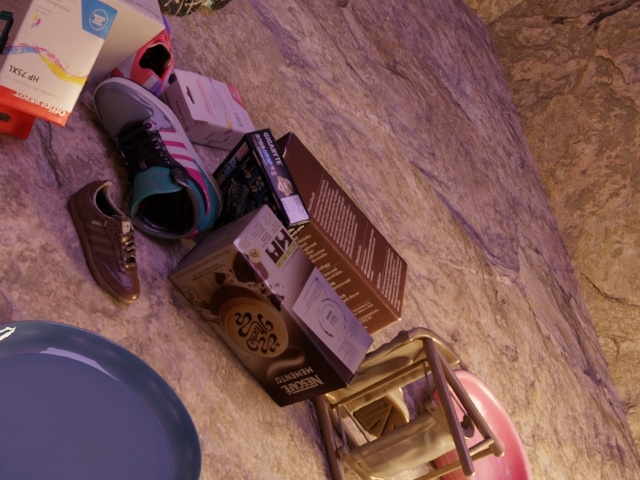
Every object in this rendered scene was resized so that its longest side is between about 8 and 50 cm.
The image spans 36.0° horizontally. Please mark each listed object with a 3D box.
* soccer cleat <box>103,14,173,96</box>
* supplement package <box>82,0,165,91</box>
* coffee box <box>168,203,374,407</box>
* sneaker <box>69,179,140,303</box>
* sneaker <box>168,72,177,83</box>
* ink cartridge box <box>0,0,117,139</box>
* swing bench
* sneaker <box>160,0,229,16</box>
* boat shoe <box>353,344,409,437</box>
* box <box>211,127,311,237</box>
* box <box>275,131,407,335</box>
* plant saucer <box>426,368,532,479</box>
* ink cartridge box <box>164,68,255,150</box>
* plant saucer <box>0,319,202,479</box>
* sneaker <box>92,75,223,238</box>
[{"bbox_3d":[-0.299,-0.328,1.740,0.108,0.116,0.318,44,30,-27],"label":"soccer cleat"},{"bbox_3d":[-0.405,-0.418,1.558,0.199,0.198,0.263,20,46,-53],"label":"supplement package"},{"bbox_3d":[-0.076,0.111,1.591,0.297,0.168,0.119,51,42,-15],"label":"coffee box"},{"bbox_3d":[-0.304,0.000,1.441,0.188,0.071,0.066,62,26,7],"label":"sneaker"},{"bbox_3d":[-0.258,-0.304,1.890,0.083,0.035,0.031,6,98,-39],"label":"sneaker"},{"bbox_3d":[-0.396,-0.248,1.367,0.078,0.231,0.134,30,7,38],"label":"ink cartridge box"},{"bbox_3d":[0.127,0.305,1.667,0.165,0.253,0.255,-3,66,-61],"label":"swing bench"},{"bbox_3d":[-0.280,-0.542,2.045,0.122,0.110,0.283,44,22,9],"label":"sneaker"},{"bbox_3d":[0.067,0.232,1.811,0.302,0.109,0.098,53,21,-24],"label":"boat shoe"},{"bbox_3d":[-0.117,-0.059,1.667,0.051,0.220,0.175,-16,74,-35],"label":"box"},{"bbox_3d":[0.000,0.000,1.897,0.381,0.143,0.191,50,28,-22],"label":"box"},{"bbox_3d":[0.323,0.435,2.062,0.332,0.084,0.332,41,31,-31],"label":"plant saucer"},{"bbox_3d":[-0.217,-0.243,1.850,0.198,0.067,0.115,8,55,-59],"label":"ink cartridge box"},{"bbox_3d":[-0.289,0.222,1.175,0.317,0.044,0.317,30,25,-16],"label":"plant saucer"},{"bbox_3d":[-0.274,-0.115,1.569,0.295,0.124,0.178,52,18,-16],"label":"sneaker"}]
